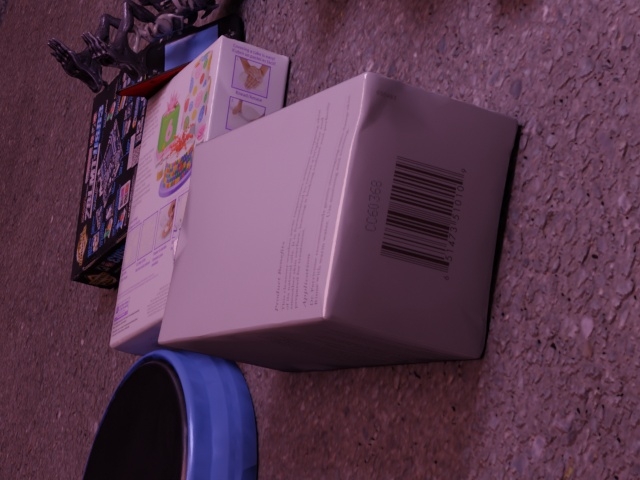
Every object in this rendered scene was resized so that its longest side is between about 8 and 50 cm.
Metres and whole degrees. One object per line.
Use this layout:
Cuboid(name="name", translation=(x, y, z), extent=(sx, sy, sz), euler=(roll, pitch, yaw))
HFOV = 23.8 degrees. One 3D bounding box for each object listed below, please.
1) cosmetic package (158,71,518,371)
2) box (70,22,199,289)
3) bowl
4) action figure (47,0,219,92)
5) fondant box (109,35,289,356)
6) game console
Cuboid(name="cosmetic package", translation=(0.000, 0.000, 1.379), extent=(0.385, 0.156, 0.217), euler=(-11, 66, 65))
Cuboid(name="box", translation=(-0.249, -0.112, 2.082), extent=(0.293, 0.073, 0.296), euler=(-34, 47, 57))
Cuboid(name="bowl", translation=(-0.188, 0.309, 1.701), extent=(0.391, 0.077, 0.391), euler=(-43, 40, 50))
Cuboid(name="action figure", translation=(-0.210, -0.312, 1.907), extent=(0.164, 0.141, 0.276), euler=(-7, 35, 49))
Cuboid(name="fondant box", translation=(-0.144, -0.042, 1.786), extent=(0.238, 0.096, 0.330), euler=(-27, 53, 59))
Cuboid(name="game console", translation=(-0.177, -0.234, 1.904), extent=(0.144, 0.085, 0.124), euler=(-18, 56, 22))
